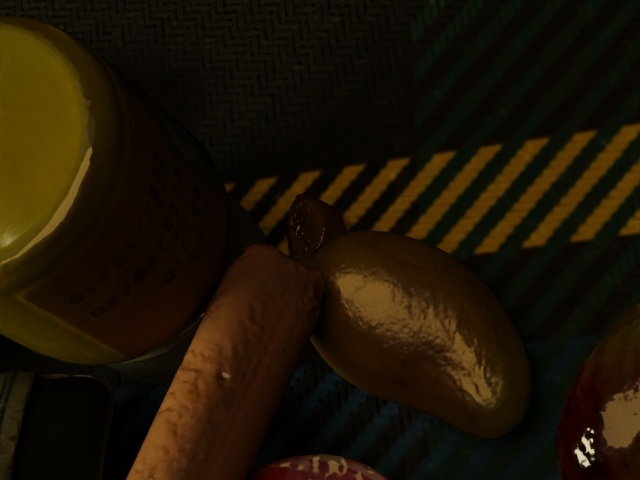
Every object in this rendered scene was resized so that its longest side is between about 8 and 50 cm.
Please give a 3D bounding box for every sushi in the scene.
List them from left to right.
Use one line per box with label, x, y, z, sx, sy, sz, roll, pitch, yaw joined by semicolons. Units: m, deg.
sushi;0.000;0.000;1.616;0.050;0.047;0.099;-14;67;35

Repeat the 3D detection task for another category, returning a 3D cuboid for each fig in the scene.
fig;0.282;0.097;1.437;0.170;0.145;0.274;6;61;20

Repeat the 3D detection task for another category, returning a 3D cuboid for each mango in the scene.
mango;0.082;0.076;1.533;0.227;0.099;0.136;35;83;19

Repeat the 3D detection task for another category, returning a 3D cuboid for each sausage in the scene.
sausage;-0.079;0.131;1.444;0.086;0.086;0.289;12;60;24

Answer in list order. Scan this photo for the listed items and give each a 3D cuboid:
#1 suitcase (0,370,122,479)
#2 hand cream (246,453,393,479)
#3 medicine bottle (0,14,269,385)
suitcase;-0.360;0.229;1.499;0.434;0.194;0.283;0;30;-1
hand cream;0.012;0.289;1.460;0.230;0.149;0.230;-7;70;21
medicine bottle;-0.188;-0.013;1.500;0.224;0.384;0.224;-7;70;19
